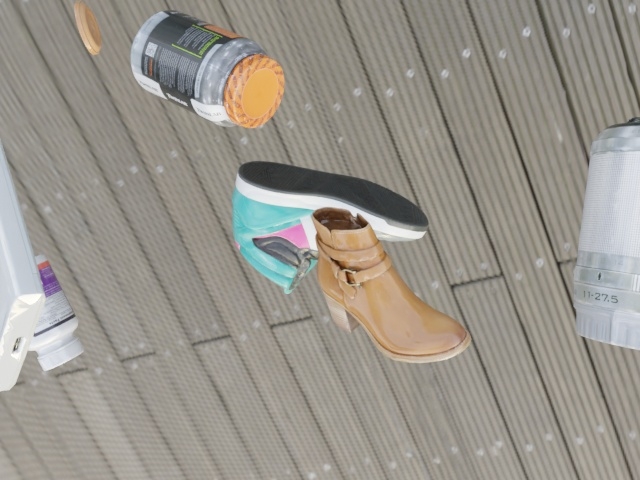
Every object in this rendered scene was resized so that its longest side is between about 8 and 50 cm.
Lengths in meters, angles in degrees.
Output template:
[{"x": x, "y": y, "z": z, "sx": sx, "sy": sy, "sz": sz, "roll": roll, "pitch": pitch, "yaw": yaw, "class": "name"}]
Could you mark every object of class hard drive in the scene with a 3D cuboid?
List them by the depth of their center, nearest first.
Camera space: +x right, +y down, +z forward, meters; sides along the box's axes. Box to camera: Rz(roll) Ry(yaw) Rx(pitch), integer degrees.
[{"x": -0.423, "y": 0.008, "z": 1.067, "sx": 0.203, "sy": 0.040, "sz": 0.307, "roll": -56, "pitch": 48, "yaw": 39, "class": "hard drive"}]

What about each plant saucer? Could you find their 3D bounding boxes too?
[{"x": -0.361, "y": -0.333, "z": 1.306, "sx": 0.013, "sy": 0.083, "sz": 0.083, "roll": -14, "pitch": 113, "yaw": 4, "class": "plant saucer"}]

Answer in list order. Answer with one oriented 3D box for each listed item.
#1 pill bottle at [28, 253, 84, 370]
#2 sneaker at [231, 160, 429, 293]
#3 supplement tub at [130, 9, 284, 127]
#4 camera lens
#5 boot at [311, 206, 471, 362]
[{"x": -0.508, "y": 0.132, "z": 1.517, "sx": 0.108, "sy": 0.108, "sz": 0.193, "roll": -22, "pitch": 96, "yaw": 27, "class": "pill bottle"}, {"x": 0.000, "y": 0.000, "z": 1.253, "sx": 0.295, "sy": 0.124, "sz": 0.178, "roll": 13, "pitch": 122, "yaw": -13, "class": "sneaker"}, {"x": -0.146, "y": -0.220, "z": 1.085, "sx": 0.190, "sy": 0.117, "sz": 0.117, "roll": 29, "pitch": 126, "yaw": 32, "class": "supplement tub"}, {"x": 0.432, "y": -0.006, "z": 1.023, "sx": 0.219, "sy": 0.219, "sz": 0.274, "roll": 7, "pitch": 91, "yaw": 15, "class": "camera lens"}, {"x": 0.069, "y": 0.046, "z": 0.919, "sx": 0.197, "sy": 0.073, "sz": 0.152, "roll": 13, "pitch": 129, "yaw": 37, "class": "boot"}]
